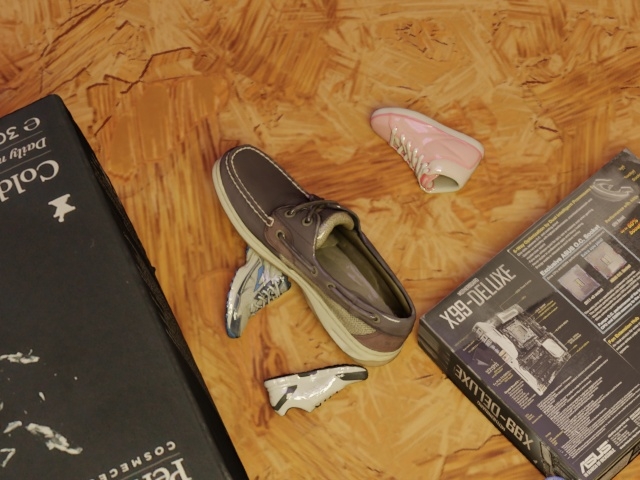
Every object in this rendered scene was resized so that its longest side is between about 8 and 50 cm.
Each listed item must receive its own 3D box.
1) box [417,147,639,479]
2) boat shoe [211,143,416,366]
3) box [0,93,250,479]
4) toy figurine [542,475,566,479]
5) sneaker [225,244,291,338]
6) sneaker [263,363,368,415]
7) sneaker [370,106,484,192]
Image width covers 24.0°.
[{"bbox_3d":[0.292,0.084,1.554,0.307,0.076,0.242,-39,68,-16],"label":"box"},{"bbox_3d":[0.000,0.000,1.575,0.103,0.092,0.285,-26,73,-42],"label":"boat shoe"},{"bbox_3d":[-0.333,0.201,1.338,0.480,0.297,0.471,-26,54,-5],"label":"box"},{"bbox_3d":[0.256,0.311,1.389,0.363,0.191,0.217,-3,58,0],"label":"toy figurine"},{"bbox_3d":[-0.062,0.046,1.607,0.058,0.052,0.135,18,66,7],"label":"sneaker"},{"bbox_3d":[-0.002,0.154,1.562,0.109,0.040,0.043,-12,87,-4],"label":"sneaker"},{"bbox_3d":[0.109,-0.097,1.668,0.134,0.051,0.070,23,62,9],"label":"sneaker"}]
